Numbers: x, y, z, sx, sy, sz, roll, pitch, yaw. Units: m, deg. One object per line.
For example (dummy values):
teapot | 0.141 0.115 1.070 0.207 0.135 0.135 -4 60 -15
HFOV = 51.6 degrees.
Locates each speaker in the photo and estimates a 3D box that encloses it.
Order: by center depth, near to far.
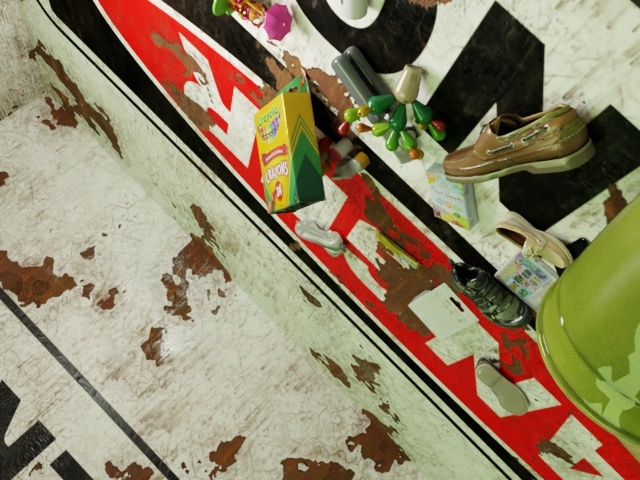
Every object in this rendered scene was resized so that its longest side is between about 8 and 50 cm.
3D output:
speaker | 0.064 -0.478 1.222 0.055 0.055 0.136 38 156 21

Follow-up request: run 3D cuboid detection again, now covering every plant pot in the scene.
plant pot | 0.541 0.059 0.938 0.366 0.366 0.353 36 144 25

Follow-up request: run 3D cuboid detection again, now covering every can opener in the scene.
can opener | 0.118 -0.281 1.423 0.280 0.074 0.093 54 157 -15

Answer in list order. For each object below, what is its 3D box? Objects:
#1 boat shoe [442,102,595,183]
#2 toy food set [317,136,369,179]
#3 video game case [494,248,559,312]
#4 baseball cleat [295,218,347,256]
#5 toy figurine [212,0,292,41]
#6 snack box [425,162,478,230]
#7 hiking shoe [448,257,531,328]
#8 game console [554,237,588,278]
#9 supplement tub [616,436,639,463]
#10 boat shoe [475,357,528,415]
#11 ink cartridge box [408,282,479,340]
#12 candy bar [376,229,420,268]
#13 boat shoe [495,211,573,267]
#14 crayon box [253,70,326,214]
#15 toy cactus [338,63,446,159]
boat shoe | 0.336 -0.178 1.186 0.307 0.110 0.105 -6 120 51
toy food set | 0.015 -0.193 1.709 0.232 0.104 0.111 7 135 57
video game case | 0.474 0.093 1.482 0.143 0.019 0.157 42 158 12
baseball cleat | 0.000 0.000 2.102 0.205 0.072 0.109 27 157 47
toy figurine | -0.136 -0.507 1.483 0.159 0.130 0.173 37 179 -1
snack box | 0.292 -0.096 1.467 0.100 0.037 0.141 26 149 39
hiking shoe | 0.389 0.127 1.558 0.226 0.086 0.114 35 176 34
game console | 0.535 0.057 1.325 0.107 0.071 0.122 17 159 -7
supplement tub | 0.655 0.309 1.244 0.316 0.228 0.228 49 157 -3
boat shoe | 0.523 0.416 1.903 0.206 0.075 0.065 46 -159 -10
ink cartridge box | 0.350 0.193 1.864 0.145 0.045 0.179 47 139 1
candy bar | 0.213 0.026 1.834 0.161 0.018 0.040 39 160 19
boat shoe | 0.430 0.009 1.348 0.170 0.059 0.063 40 155 33
crayon box | -0.085 -0.237 1.654 0.202 0.081 0.319 -15 82 64
toy cactus | 0.156 -0.257 1.317 0.218 0.112 0.181 14 121 -2
